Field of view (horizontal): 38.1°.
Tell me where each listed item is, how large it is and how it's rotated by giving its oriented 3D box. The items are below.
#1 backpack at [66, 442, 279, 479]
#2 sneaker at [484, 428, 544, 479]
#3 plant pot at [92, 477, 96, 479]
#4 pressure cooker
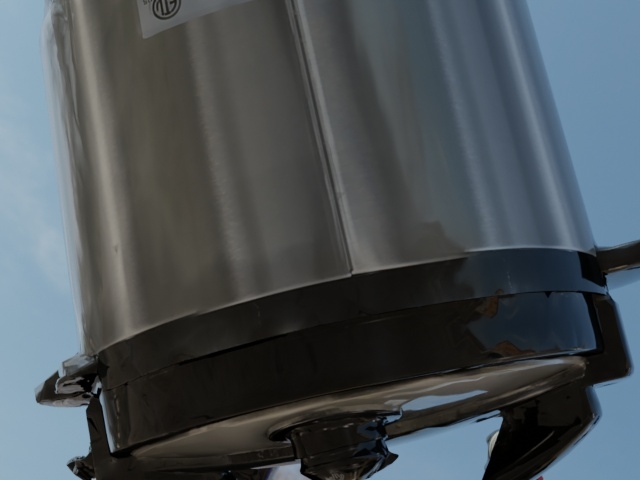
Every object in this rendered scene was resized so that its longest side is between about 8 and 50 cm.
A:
[{"bbox_3d":[-0.151,0.236,1.245,0.276,0.213,0.263,27,-68,-7],"label":"backpack"},{"bbox_3d":[0.253,0.310,1.201,0.063,0.075,0.170,-25,-62,-9],"label":"sneaker"},{"bbox_3d":[-0.115,0.308,0.787,0.229,0.263,0.263,48,-41,24],"label":"plant pot"},{"bbox_3d":[-0.003,-0.001,0.662,0.370,0.375,0.420,-30,-113,49],"label":"pressure cooker"}]
